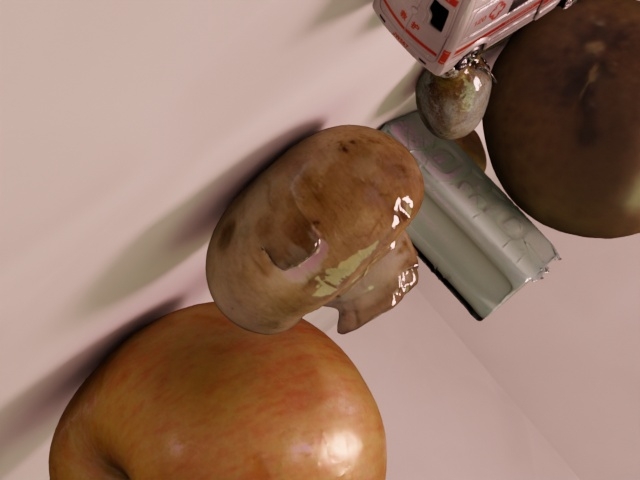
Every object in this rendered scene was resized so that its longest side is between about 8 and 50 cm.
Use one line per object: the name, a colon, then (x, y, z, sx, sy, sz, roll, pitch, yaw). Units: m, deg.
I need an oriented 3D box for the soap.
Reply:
soap: (0.162, -0.035, 1.628, 0.094, 0.261, 0.150, -49, 170, 32)

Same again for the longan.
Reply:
longan: (0.349, -0.148, 1.683, 0.319, 0.319, 0.319, -40, 174, -5)

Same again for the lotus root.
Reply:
lotus root: (0.148, -0.166, 1.474, 0.088, 0.088, 0.165, -39, 164, -15)

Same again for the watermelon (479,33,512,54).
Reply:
watermelon: (0.123, -0.193, 1.142, 0.111, 0.078, 0.078, -29, 168, -34)

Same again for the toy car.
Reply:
toy car: (0.143, -0.217, 1.050, 0.210, 0.089, 0.108, -32, 162, -31)

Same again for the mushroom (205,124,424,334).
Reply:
mushroom: (0.000, 0.000, 1.310, 0.255, 0.184, 0.255, -32, -175, 3)

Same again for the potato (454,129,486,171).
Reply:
potato: (0.162, -0.114, 1.798, 0.112, 0.112, 0.147, -42, 169, 13)

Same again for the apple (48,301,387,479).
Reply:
apple: (-0.117, 0.258, 1.556, 0.347, 0.391, 0.391, -6, 150, -42)
